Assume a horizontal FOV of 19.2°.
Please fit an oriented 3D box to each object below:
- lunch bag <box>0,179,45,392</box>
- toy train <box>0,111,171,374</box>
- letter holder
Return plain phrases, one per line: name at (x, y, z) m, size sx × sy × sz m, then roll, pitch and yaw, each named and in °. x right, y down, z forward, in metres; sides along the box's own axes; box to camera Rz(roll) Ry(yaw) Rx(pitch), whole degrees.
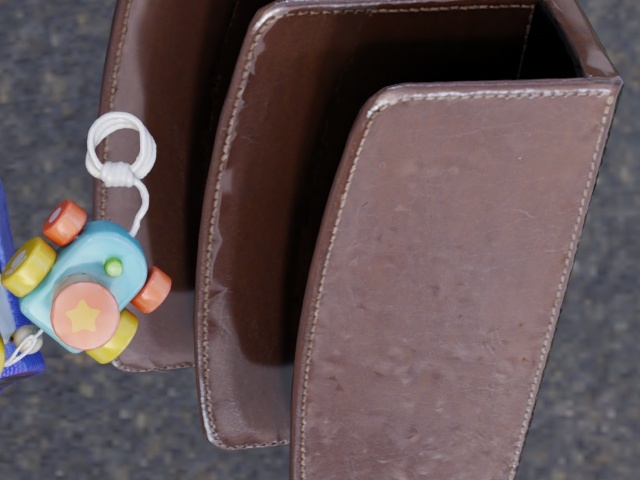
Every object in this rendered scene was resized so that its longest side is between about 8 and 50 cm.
lunch bag at (-0.360, -0.021, 0.977) m, size 0.239 × 0.385 × 0.328 m, roll 18°, pitch 54°, yaw -79°
toy train at (-0.141, 0.009, 0.758) m, size 0.166 × 0.046 × 0.125 m, roll -10°, pitch 111°, yaw -8°
letter holder at (0.000, 0.000, 0.963) m, size 0.214 × 0.152 × 0.302 m, roll -4°, pitch 132°, yaw -14°
